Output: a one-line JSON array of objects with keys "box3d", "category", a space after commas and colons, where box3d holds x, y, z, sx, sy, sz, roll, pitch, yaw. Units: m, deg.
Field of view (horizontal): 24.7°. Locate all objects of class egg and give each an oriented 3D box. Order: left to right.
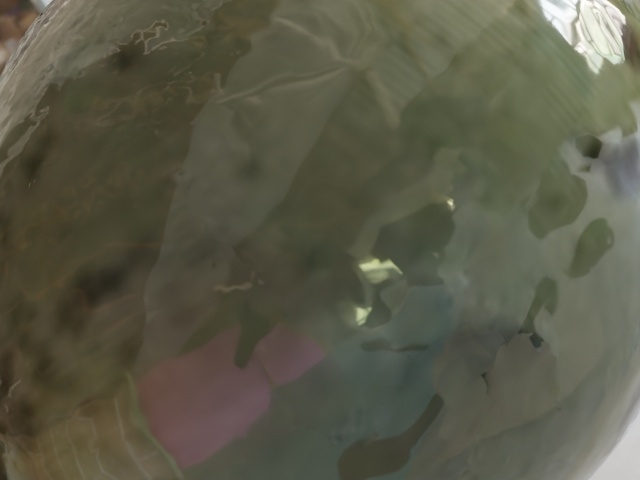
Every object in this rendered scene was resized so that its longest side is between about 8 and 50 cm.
[{"box3d": [0.000, 0.000, 0.707, 0.345, 0.345, 0.428, -20, 23, 45], "category": "egg"}]
